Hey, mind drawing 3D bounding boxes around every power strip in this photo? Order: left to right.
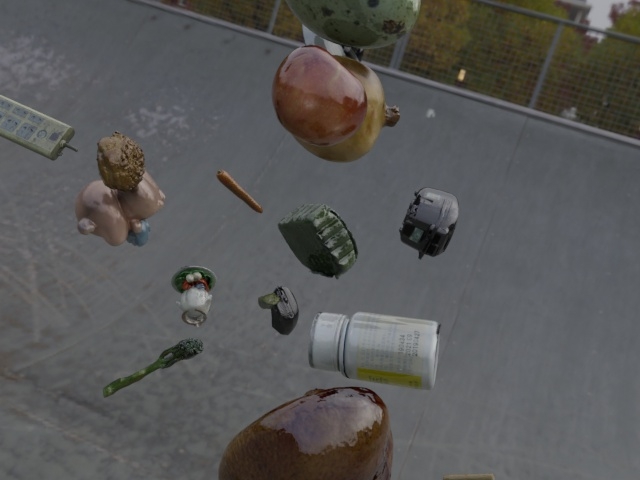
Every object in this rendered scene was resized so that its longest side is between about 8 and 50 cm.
[{"bbox_3d":[-0.681,-0.261,1.501,0.268,0.092,0.034,24,-21,12],"label":"power strip"}]

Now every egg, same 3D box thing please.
[{"bbox_3d":[0.073,-0.639,1.596,0.379,0.287,0.287,32,14,17],"label":"egg"}]

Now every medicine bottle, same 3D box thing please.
[{"bbox_3d":[0.113,0.221,1.318,0.258,0.143,0.143,7,8,14],"label":"medicine bottle"}]

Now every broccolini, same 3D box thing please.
[{"bbox_3d":[-0.355,0.258,1.330,0.071,0.254,0.057,55,20,-33],"label":"broccolini"}]

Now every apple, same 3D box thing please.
[{"bbox_3d":[-0.009,-0.270,1.221,0.201,0.162,0.201,41,4,-4],"label":"apple"}]

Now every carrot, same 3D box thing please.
[{"bbox_3d":[-0.286,-0.171,2.282,0.248,0.043,0.043,43,-7,-37],"label":"carrot"}]

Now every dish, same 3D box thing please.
[{"bbox_3d":[0.068,-0.589,1.957,0.134,0.273,0.273,-19,-4,23],"label":"dish"}]

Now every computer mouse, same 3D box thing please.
[{"bbox_3d":[-0.113,0.228,2.063,0.099,0.172,0.057,-20,16,-40],"label":"computer mouse"}]

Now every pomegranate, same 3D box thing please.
[{"bbox_3d":[0.031,-0.344,1.632,0.307,0.307,0.307,17,11,-3],"label":"pomegranate"}]

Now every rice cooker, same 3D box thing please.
[{"bbox_3d":[0.255,-0.044,1.487,0.118,0.142,0.203,23,32,5],"label":"rice cooker"}]

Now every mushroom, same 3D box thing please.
[{"bbox_3d":[-0.022,0.362,1.133,0.345,0.345,0.259,10,40,-35],"label":"mushroom"}]

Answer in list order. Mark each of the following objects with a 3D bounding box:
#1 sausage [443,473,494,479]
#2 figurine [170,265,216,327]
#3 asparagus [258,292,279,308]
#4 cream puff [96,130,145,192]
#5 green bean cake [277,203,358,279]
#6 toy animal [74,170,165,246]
[{"bbox_3d":[0.381,0.614,1.640,0.132,0.024,0.024,-13,-4,26],"label":"sausage"},{"bbox_3d":[-0.349,0.161,1.755,0.132,0.132,0.153,13,41,-24],"label":"figurine"},{"bbox_3d":[-0.155,0.181,1.907,0.041,0.045,0.178,3,-10,-14],"label":"asparagus"},{"bbox_3d":[-0.530,-0.212,1.708,0.115,0.165,0.150,-15,-1,-2],"label":"cream puff"},{"bbox_3d":[0.000,0.000,1.932,0.125,0.222,0.227,-39,22,-23],"label":"green bean cake"},{"bbox_3d":[-0.578,-0.106,1.843,0.229,0.221,0.210,23,18,-24],"label":"toy animal"}]
